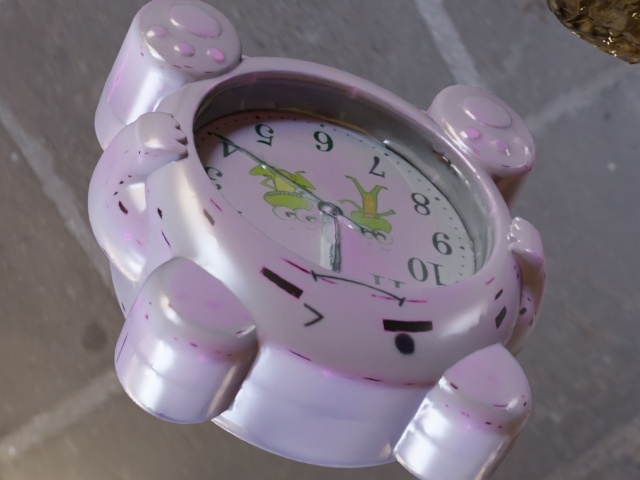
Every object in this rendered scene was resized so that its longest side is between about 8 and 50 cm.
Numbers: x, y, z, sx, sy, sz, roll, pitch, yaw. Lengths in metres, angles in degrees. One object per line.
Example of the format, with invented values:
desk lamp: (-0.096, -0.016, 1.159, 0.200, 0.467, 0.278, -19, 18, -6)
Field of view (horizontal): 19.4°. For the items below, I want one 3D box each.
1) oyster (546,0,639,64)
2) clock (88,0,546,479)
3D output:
oyster: (0.175, -0.209, 1.220, 0.094, 0.166, 0.294, -12, 154, 28)
clock: (0.000, 0.000, 1.174, 0.296, 0.322, 0.113, 16, 127, -15)
